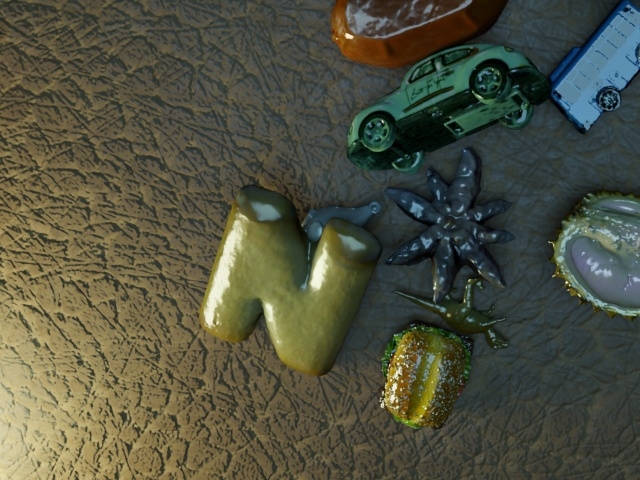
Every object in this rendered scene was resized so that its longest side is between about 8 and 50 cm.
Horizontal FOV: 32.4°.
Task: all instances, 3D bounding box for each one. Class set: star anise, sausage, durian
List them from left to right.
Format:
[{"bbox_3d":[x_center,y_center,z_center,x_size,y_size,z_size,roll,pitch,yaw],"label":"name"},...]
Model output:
[{"bbox_3d":[0.142,-0.341,1.594,0.268,0.141,0.153,-21,84,8],"label":"sausage"},{"bbox_3d":[0.195,-0.023,1.658,0.229,0.093,0.236,24,89,13],"label":"star anise"},{"bbox_3d":[0.457,0.018,1.618,0.249,0.138,0.183,5,101,9],"label":"durian"}]

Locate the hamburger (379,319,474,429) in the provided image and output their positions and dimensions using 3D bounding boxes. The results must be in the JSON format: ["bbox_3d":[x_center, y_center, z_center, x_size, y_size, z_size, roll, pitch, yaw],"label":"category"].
[{"bbox_3d":[0.158,0.212,1.708,0.137,0.087,0.166,19,100,4],"label":"hamburger"}]

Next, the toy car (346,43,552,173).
[{"bbox_3d":[0.175,-0.200,1.595,0.306,0.136,0.125,-21,68,22],"label":"toy car"}]

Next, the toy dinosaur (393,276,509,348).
[{"bbox_3d":[0.206,0.121,1.714,0.162,0.039,0.126,-12,98,10],"label":"toy dinosaur"}]

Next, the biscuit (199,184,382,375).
[{"bbox_3d":[-0.054,0.068,1.680,0.237,0.062,0.291,24,126,1],"label":"biscuit"}]

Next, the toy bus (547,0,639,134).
[{"bbox_3d":[0.412,-0.252,1.607,0.106,0.090,0.185,39,99,1],"label":"toy bus"}]

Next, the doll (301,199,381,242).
[{"bbox_3d":[0.000,0.000,1.705,0.227,0.075,0.102,-29,111,21],"label":"doll"}]
